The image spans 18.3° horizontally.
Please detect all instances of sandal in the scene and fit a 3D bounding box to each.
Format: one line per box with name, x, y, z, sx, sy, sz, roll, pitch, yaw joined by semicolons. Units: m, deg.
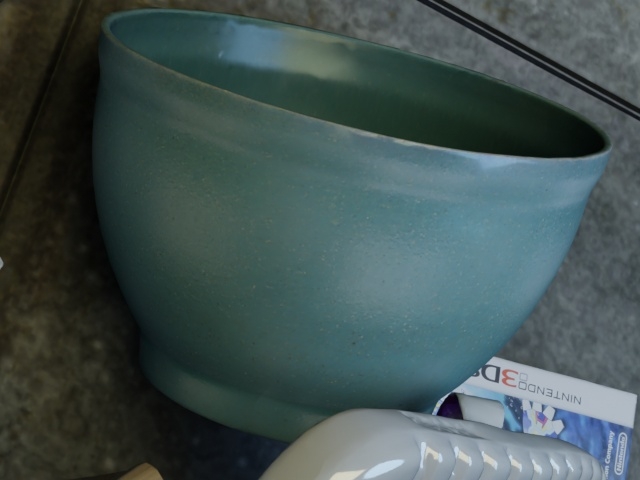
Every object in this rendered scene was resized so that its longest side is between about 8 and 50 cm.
sandal;0.053;0.144;1.061;0.169;0.416;0.102;-48;64;0

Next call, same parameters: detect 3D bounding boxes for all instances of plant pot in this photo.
plant pot;0.000;0.000;1.130;0.293;0.293;0.196;6;106;-27

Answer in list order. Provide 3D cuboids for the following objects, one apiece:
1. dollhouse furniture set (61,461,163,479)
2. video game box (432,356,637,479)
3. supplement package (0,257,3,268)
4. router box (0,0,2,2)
dollhouse furniture set;-0.108;0.331;1.007;0.362;0.256;0.394;-31;97;-30
video game box;0.107;0.177;1.271;0.187;0.048;0.205;15;76;-24
supplement package;-0.297;-0.037;0.999;0.244;0.139;0.134;60;25;-14
router box;-0.239;-0.248;1.128;0.243;0.081;0.309;50;64;-13
